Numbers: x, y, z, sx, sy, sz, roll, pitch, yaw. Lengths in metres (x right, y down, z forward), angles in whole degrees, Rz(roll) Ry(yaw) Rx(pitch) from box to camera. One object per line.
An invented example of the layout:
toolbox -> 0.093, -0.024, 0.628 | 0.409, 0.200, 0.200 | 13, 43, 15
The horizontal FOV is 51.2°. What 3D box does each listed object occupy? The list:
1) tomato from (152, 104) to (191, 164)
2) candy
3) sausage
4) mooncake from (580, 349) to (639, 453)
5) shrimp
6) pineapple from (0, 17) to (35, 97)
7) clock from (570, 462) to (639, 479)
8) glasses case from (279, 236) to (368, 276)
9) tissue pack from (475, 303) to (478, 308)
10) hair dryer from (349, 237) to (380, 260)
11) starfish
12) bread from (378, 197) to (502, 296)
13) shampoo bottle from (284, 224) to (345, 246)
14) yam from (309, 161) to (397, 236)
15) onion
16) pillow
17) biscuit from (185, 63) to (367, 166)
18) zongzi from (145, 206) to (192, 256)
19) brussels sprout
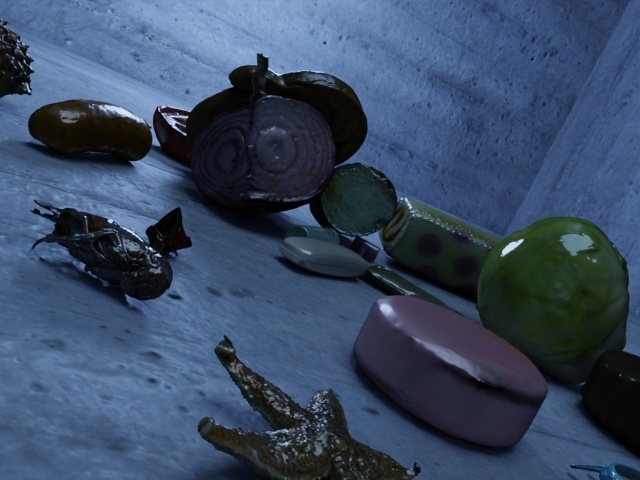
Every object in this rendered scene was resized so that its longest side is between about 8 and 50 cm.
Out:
tomato -> -0.310, -0.241, 1.641 | 0.228, 0.101, 0.228 | 23, 20, -9
candy -> 0.163, 0.160, 0.844 | 0.255, 0.094, 0.255 | 24, 11, -5
sausage -> -0.415, -0.202, 1.228 | 0.109, 0.109, 0.270 | 29, 15, 17
mooncake -> 0.543, 0.276, 1.086 | 0.228, 0.124, 0.228 | 19, 13, -5
shrimp -> -0.246, 0.008, 0.734 | 0.190, 0.075, 0.073 | 34, 44, 7
pineapple -> -0.635, -0.345, 1.289 | 0.193, 0.166, 0.166 | 42, 11, -1
clock -> 0.369, 0.302, 0.778 | 0.108, 0.045, 0.147 | 17, 13, -38
glasses case -> 0.009, 0.030, 1.206 | 0.204, 0.051, 0.081 | 12, 18, -49
tissue pack -> 0.434, 0.170, 1.467 | 0.095, 0.062, 0.176 | 20, 14, -26
hair dryer -> 0.090, 0.028, 1.453 | 0.063, 0.037, 0.114 | 28, 19, 5
starfish -> -0.008, 0.174, 0.549 | 0.231, 0.048, 0.295 | 32, 10, -23
bread -> 0.317, 0.031, 1.611 | 0.338, 0.155, 0.187 | 24, 18, -13
shampoo bottle -> 0.000, 0.000, 1.318 | 0.056, 0.056, 0.195 | 31, 13, 24
yam -> 0.064, -0.088, 1.490 | 0.168, 0.168, 0.304 | 24, 1, -9
onion -> -0.120, -0.161, 1.337 | 0.256, 0.272, 0.230 | 31, -25, -29
pillow -> 0.176, 0.102, 1.291 | 0.217, 0.033, 0.130 | 32, 14, 29
biscuit -> -0.101, -0.240, 1.458 | 0.350, 0.394, 0.070 | 55, 22, -54
zongzi -> -0.212, 0.001, 0.898 | 0.067, 0.073, 0.083 | 25, -28, -4
brussels sprout -> 0.435, 0.109, 1.269 | 0.274, 0.316, 0.242 | 4, -8, 1
